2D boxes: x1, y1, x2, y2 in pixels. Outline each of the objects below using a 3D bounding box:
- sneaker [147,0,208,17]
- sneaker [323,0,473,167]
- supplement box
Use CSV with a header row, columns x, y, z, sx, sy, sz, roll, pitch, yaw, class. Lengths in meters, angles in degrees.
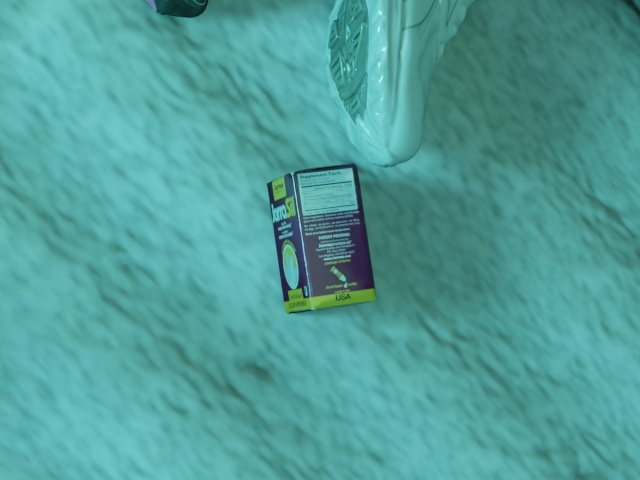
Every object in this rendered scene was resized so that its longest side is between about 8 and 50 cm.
x,y,z,sx,sy,sz,roll,pitch,yaw,class
-0.060,-0.221,0.804,0.077,0.072,0.178,8,88,-28,sneaker
0.068,-0.158,0.830,0.115,0.090,0.232,5,84,-21,sneaker
0.000,0.000,0.807,0.043,0.055,0.083,-7,86,-19,supplement box
